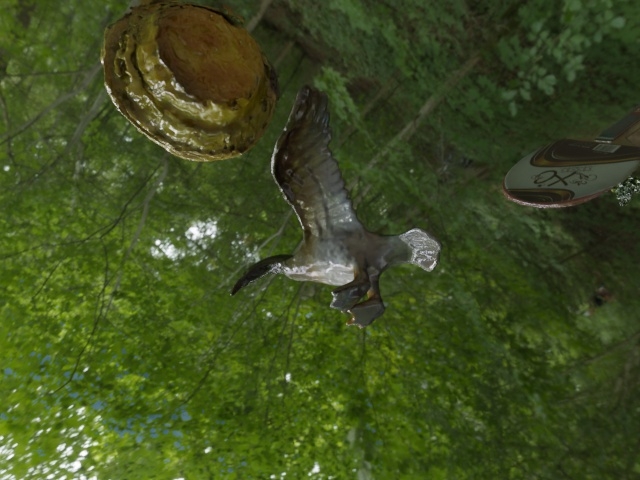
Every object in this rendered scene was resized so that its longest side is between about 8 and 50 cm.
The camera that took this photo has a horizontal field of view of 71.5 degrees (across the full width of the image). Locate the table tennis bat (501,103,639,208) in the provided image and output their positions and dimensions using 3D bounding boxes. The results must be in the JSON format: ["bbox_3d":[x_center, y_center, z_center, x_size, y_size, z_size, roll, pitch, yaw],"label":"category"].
[{"bbox_3d":[0.424,-0.136,0.695,0.173,0.301,0.022,37,158,59],"label":"table tennis bat"}]

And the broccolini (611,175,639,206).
[{"bbox_3d":[0.546,-0.097,0.802,0.052,0.054,0.194,53,-154,14],"label":"broccolini"}]

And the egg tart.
[{"bbox_3d":[-0.086,-0.122,0.315,0.131,0.052,0.130,6,-103,-28],"label":"egg tart"}]

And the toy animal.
[{"bbox_3d":[0.002,0.010,0.425,0.160,0.197,0.272,47,170,50],"label":"toy animal"}]
